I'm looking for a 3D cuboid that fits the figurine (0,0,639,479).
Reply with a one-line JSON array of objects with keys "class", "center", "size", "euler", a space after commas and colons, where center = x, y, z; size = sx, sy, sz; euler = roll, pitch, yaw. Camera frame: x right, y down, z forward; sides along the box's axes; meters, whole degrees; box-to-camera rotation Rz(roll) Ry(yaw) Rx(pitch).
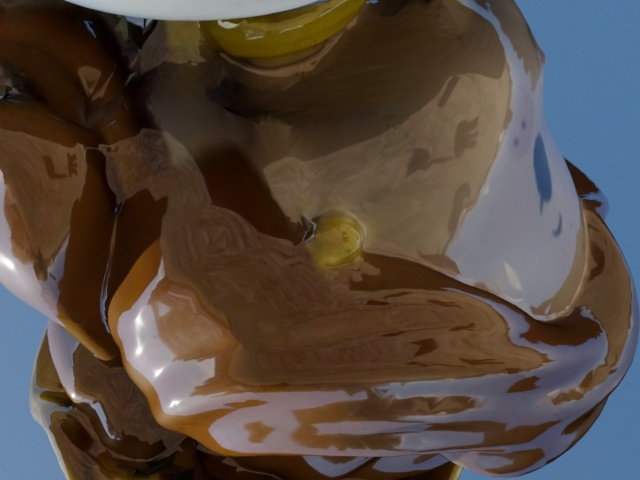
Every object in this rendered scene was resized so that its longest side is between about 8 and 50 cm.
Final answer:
[{"class": "figurine", "center": [-0.008, -0.043, 0.423], "size": [0.189, 0.263, 0.142], "euler": [-6, -144, 5]}]
